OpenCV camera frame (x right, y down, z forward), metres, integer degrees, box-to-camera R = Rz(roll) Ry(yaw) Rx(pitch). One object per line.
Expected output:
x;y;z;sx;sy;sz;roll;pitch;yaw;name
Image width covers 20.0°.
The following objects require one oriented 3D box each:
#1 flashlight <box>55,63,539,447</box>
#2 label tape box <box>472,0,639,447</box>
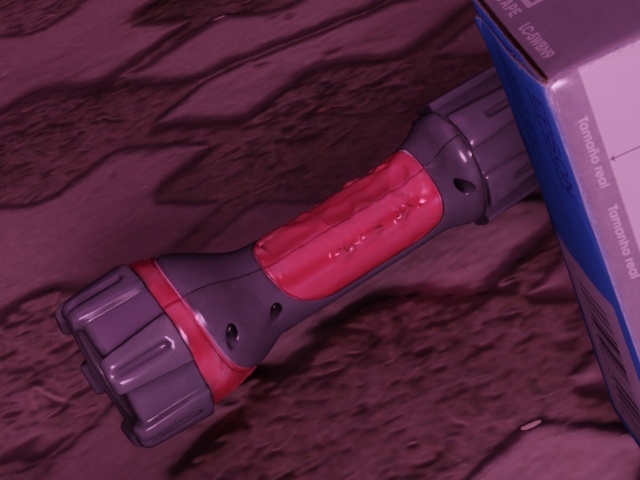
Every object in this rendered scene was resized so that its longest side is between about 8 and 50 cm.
0.000;0.000;1.043;0.304;0.103;0.103;-32;30;-13;flashlight
0.266;-0.057;0.806;0.333;0.241;0.106;-25;29;-1;label tape box
